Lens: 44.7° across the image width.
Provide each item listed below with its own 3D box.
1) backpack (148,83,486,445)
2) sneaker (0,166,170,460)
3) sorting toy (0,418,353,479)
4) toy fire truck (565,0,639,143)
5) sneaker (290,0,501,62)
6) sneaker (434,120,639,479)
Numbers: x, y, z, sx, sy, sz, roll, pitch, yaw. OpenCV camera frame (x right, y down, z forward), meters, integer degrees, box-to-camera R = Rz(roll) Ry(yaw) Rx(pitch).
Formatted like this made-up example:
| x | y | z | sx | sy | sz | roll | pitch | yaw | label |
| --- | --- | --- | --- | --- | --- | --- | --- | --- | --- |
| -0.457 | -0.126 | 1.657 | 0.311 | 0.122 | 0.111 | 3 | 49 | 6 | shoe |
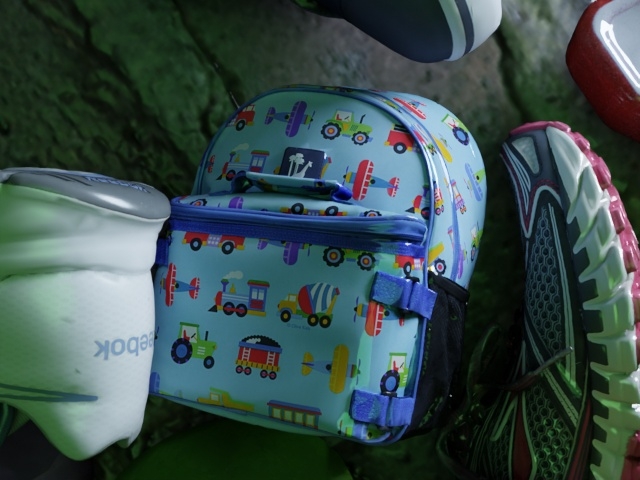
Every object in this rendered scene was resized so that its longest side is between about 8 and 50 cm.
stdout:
| x | y | z | sx | sy | sz | roll | pitch | yaw | label |
| --- | --- | --- | --- | --- | --- | --- | --- | --- | --- |
| 0.000 | 0.000 | 0.385 | 0.158 | 0.117 | 0.173 | 12 | 87 | 23 | backpack |
| -0.204 | 0.040 | 0.364 | 0.297 | 0.111 | 0.129 | -3 | 89 | 27 | sneaker |
| -0.017 | 0.179 | 0.382 | 0.365 | 0.127 | 0.126 | 8 | 124 | 24 | sorting toy |
| 0.312 | -0.081 | 0.380 | 0.302 | 0.169 | 0.254 | -29 | 75 | 1 | toy fire truck |
| -0.061 | -0.183 | 0.381 | 0.127 | 0.126 | 0.321 | -43 | 82 | -1 | sneaker |
| 0.115 | 0.087 | 0.406 | 0.112 | 0.121 | 0.299 | -2 | 89 | 20 | sneaker |
